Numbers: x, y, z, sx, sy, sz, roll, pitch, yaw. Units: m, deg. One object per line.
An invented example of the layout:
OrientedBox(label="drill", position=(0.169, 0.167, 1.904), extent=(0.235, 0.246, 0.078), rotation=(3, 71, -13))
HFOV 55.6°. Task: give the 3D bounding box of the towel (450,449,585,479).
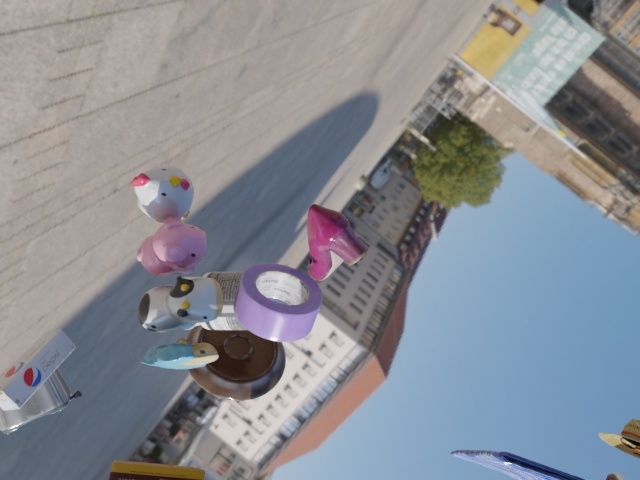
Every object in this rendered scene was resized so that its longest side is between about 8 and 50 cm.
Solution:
OrientedBox(label="towel", position=(0.516, 0.613, 1.619), extent=(0.336, 0.243, 0.040), rotation=(117, -7, -69))

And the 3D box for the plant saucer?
OrientedBox(label="plant saucer", position=(-0.248, 0.326, 1.811), extent=(0.311, 0.310, 0.050), rotation=(-52, 170, -44))

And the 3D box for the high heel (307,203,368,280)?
OrientedBox(label="high heel", position=(0.000, 0.000, 1.664), extent=(0.127, 0.181, 0.377), rotation=(-47, -175, -24))

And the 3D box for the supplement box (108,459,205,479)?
OrientedBox(label="supplement box", position=(-0.357, 0.573, 1.273), extent=(0.129, 0.191, 0.194), rotation=(131, -33, -66))

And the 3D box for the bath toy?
OrientedBox(label="bath toy", position=(-0.243, 0.030, 0.991), extent=(0.151, 0.349, 0.129), rotation=(-14, 162, 9))

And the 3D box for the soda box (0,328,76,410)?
OrientedBox(label="soda box", position=(-0.725, 0.323, 1.532), extent=(0.073, 0.069, 0.216), rotation=(-13, -151, 32))

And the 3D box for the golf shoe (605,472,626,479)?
OrientedBox(label="golf shoe", position=(0.676, 0.566, 1.262), extent=(0.085, 0.186, 0.068), rotation=(-19, 143, -17))

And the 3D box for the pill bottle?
OrientedBox(label="pill bottle", position=(-0.243, 0.165, 1.660), extent=(0.161, 0.283, 0.161), rotation=(-1, 90, -78))

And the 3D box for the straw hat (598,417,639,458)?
OrientedBox(label="straw hat", position=(0.650, 0.398, 1.238), extent=(0.061, 0.144, 0.144), rotation=(-61, -177, -18))

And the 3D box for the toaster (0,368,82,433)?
OrientedBox(label="toaster", position=(-0.796, 0.416, 1.675), extent=(0.226, 0.147, 0.129), rotation=(-23, -170, -11))

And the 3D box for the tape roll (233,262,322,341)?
OrientedBox(label="tape roll", position=(-0.095, 0.136, 1.364), extent=(0.189, 0.188, 0.080), rotation=(-52, 164, -61))
